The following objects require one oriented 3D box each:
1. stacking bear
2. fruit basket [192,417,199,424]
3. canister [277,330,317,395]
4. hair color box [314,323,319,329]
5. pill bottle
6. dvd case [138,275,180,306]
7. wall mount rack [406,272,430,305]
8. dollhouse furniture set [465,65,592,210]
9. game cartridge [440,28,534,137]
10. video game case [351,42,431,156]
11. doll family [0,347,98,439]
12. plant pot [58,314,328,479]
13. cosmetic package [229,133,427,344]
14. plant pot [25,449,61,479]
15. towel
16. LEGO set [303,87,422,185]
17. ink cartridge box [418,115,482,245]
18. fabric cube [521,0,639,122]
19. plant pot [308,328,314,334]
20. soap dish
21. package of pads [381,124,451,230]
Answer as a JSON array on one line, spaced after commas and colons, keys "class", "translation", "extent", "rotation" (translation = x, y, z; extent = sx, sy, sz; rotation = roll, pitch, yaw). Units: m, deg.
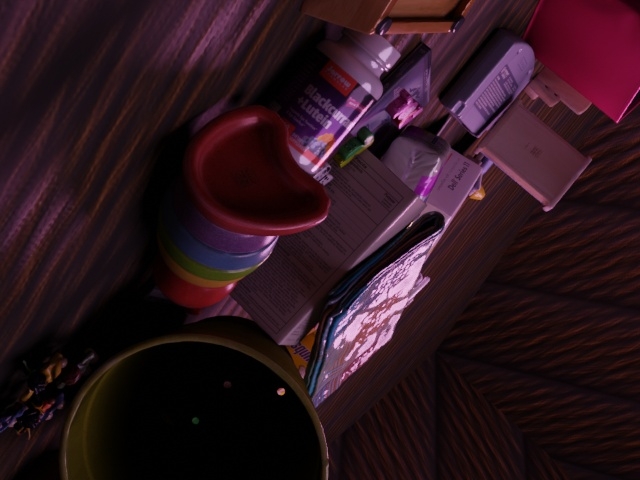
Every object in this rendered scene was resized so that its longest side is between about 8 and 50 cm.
[{"class": "stacking bear", "translation": [-0.134, -0.010, 1.286], "extent": [0.164, 0.175, 0.289], "rotation": [-19, 159, -32]}, {"class": "fruit basket", "translation": [-0.248, 0.415, 2.071], "extent": [0.327, 0.165, 0.353], "rotation": [-46, 180, -4]}, {"class": "canister", "translation": [-0.058, 0.247, 2.070], "extent": [0.170, 0.126, 0.073], "rotation": [-27, 154, -10]}, {"class": "hair color box", "translation": [0.065, 0.120, 2.004], "extent": [0.167, 0.053, 0.093], "rotation": [-8, 147, -24]}, {"class": "pill bottle", "translation": [0.012, -0.191, 1.306], "extent": [0.193, 0.108, 0.108], "rotation": [-50, 164, 7]}, {"class": "dvd case", "translation": [-0.161, 0.009, 1.493], "extent": [0.221, 0.018, 0.164], "rotation": [-48, 165, 3]}, {"class": "wall mount rack", "translation": [0.075, 0.165, 2.251], "extent": [0.304, 0.130, 0.350], "rotation": [-35, 170, -49]}, {"class": "dollhouse furniture set", "translation": [0.455, -0.196, 2.202], "extent": [0.286, 0.198, 0.303], "rotation": [-49, 179, -8]}, {"class": "game cartridge", "translation": [0.337, -0.310, 1.980], "extent": [0.198, 0.062, 0.297], "rotation": [-54, 164, 7]}, {"class": "video game case", "translation": [0.082, -0.184, 1.662], "extent": [0.274, 0.026, 0.196], "rotation": [-44, 164, -8]}, {"class": "doll family", "translation": [-0.370, 0.203, 1.301], "extent": [0.193, 0.076, 0.111], "rotation": [-54, -177, 5]}, {"class": "plant pot", "translation": [-0.165, 0.270, 1.525], "extent": [0.366, 0.366, 0.353], "rotation": [-50, -175, 10]}, {"class": "cosmetic package", "translation": [0.000, 0.000, 1.561], "extent": [0.309, 0.160, 0.113], "rotation": [-46, 165, 5]}, {"class": "plant pot", "translation": [-0.409, 0.413, 1.641], "extent": [0.237, 0.110, 0.237], "rotation": [-44, 165, -15]}, {"class": "towel", "translation": [0.077, 0.131, 1.663], "extent": [0.271, 0.040, 0.370], "rotation": [-38, 158, -32]}, {"class": "LEGO set", "translation": [0.034, -0.171, 1.465], "extent": [0.227, 0.087, 0.093], "rotation": [-39, 160, -8]}, {"class": "ink cartridge box", "translation": [0.207, -0.058, 2.045], "extent": [0.207, 0.119, 0.353], "rotation": [-52, 172, -47]}, {"class": "fabric cube", "translation": [0.594, -0.442, 1.961], "extent": [0.259, 0.258, 0.254], "rotation": [-39, 161, -28]}, {"class": "plant pot", "translation": [-0.066, 0.168, 2.021], "extent": [0.083, 0.081, 0.081], "rotation": [-39, 167, 16]}, {"class": "soap dish", "translation": [0.123, -0.352, 1.194], "extent": [0.291, 0.118, 0.229], "rotation": [-20, 148, -57]}, {"class": "package of pads", "translation": [0.123, -0.052, 1.781], "extent": [0.296, 0.101, 0.229], "rotation": [-65, 175, 15]}]
